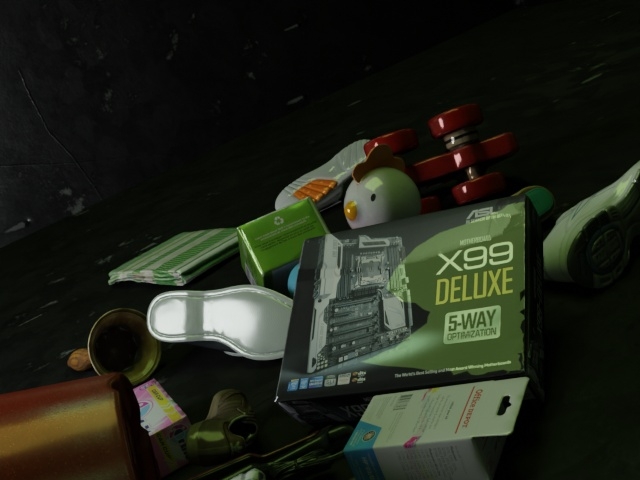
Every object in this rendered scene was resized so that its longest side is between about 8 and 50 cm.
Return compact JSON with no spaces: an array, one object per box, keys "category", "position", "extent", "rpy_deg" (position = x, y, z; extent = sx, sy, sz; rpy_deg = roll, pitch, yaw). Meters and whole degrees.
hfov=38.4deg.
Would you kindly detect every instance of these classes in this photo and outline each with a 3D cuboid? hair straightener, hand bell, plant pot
[{"category":"hair straightener","position":[-0.046,0.264,1.018],"extent":[0.230,0.047,0.089],"rpy_deg":[-18,17,-3]},{"category":"hand bell","position":[-0.379,0.196,1.572],"extent":[0.126,0.126,0.242],"rpy_deg":[-34,8,-36]},{"category":"plant pot","position":[-0.314,0.271,0.979],"extent":[0.265,0.272,0.272],"rpy_deg":[-15,16,-7]}]

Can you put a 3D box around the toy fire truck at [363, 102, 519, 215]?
[{"category":"toy fire truck","position":[0.217,-0.133,1.741],"extent":[0.302,0.169,0.254],"rpy_deg":[-20,-2,4]}]

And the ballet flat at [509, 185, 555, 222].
[{"category":"ballet flat","position":[0.268,-0.012,1.451],"extent":[0.232,0.080,0.073],"rpy_deg":[-24,-11,-16]}]

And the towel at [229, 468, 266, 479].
[{"category":"towel","position":[-0.133,0.341,0.749],"extent":[0.235,0.121,0.283],"rpy_deg":[-23,18,3]}]

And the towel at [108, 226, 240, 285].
[{"category":"towel","position":[-0.305,0.035,2.048],"extent":[0.248,0.038,0.325],"rpy_deg":[-33,18,-37]}]

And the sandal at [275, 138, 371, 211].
[{"category":"sandal","position":[0.026,-0.120,2.040],"extent":[0.265,0.076,0.102],"rpy_deg":[-34,41,-3]}]

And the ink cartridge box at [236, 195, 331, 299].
[{"category":"ink cartridge box","position":[0.000,0.000,1.526],"extent":[0.255,0.097,0.189],"rpy_deg":[-25,-19,-12]}]

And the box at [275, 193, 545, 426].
[{"category":"box","position":[0.111,0.086,1.099],"extent":[0.307,0.076,0.242],"rpy_deg":[-11,50,27]}]

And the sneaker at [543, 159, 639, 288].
[{"category":"sneaker","position":[0.399,-0.036,1.278],"extent":[0.297,0.111,0.129],"rpy_deg":[-31,13,-30]}]

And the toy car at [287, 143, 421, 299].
[{"category":"toy car","position":[0.075,-0.018,1.331],"extent":[0.210,0.238,0.219],"rpy_deg":[-12,10,-35]}]

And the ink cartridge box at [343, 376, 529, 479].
[{"category":"ink cartridge box","position":[0.128,0.201,0.945],"extent":[0.181,0.061,0.104],"rpy_deg":[-13,19,29]}]

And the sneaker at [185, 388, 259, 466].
[{"category":"sneaker","position":[-0.105,0.232,1.131],"extent":[0.071,0.066,0.188],"rpy_deg":[-3,9,11]}]

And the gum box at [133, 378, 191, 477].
[{"category":"gum box","position":[-0.239,0.256,1.228],"extent":[0.107,0.062,0.188],"rpy_deg":[-27,18,-18]}]

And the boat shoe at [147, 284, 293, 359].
[{"category":"boat shoe","position":[-0.127,0.123,1.427],"extent":[0.302,0.114,0.091],"rpy_deg":[7,-4,31]}]
